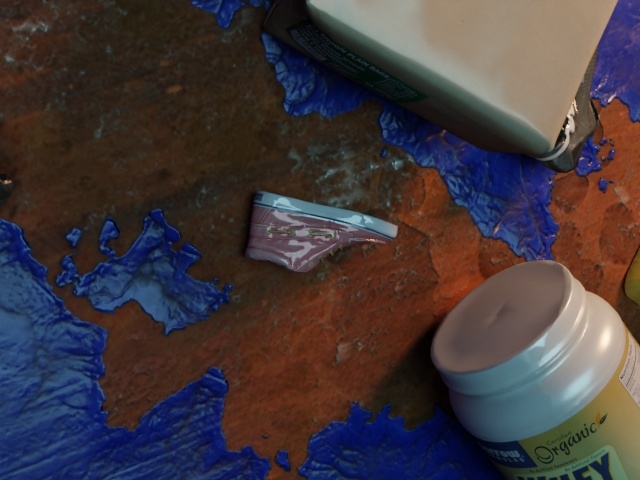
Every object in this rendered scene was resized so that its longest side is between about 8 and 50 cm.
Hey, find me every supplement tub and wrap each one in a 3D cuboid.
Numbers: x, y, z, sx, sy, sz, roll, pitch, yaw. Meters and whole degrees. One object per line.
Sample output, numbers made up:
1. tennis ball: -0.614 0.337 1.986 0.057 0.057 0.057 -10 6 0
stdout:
1. supplement tub: 0.299 0.202 1.253 0.228 0.228 0.316 -45 111 -16

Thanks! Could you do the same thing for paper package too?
1. paper package: 0.153 -0.293 1.139 0.325 0.168 0.309 27 82 -18

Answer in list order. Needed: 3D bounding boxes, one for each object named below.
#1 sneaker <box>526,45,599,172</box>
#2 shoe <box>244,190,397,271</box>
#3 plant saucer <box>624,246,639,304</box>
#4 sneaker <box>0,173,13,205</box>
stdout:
1. sneaker: 0.315 -0.188 1.318 0.106 0.078 0.234 38 61 -48
2. shoe: 0.000 0.000 1.189 0.178 0.063 0.081 12 90 -21
3. plant saucer: 0.633 0.010 1.481 0.333 0.081 0.332 33 80 -25
4. sneaker: -0.367 -0.083 1.005 0.084 0.058 0.152 -44 115 -10
